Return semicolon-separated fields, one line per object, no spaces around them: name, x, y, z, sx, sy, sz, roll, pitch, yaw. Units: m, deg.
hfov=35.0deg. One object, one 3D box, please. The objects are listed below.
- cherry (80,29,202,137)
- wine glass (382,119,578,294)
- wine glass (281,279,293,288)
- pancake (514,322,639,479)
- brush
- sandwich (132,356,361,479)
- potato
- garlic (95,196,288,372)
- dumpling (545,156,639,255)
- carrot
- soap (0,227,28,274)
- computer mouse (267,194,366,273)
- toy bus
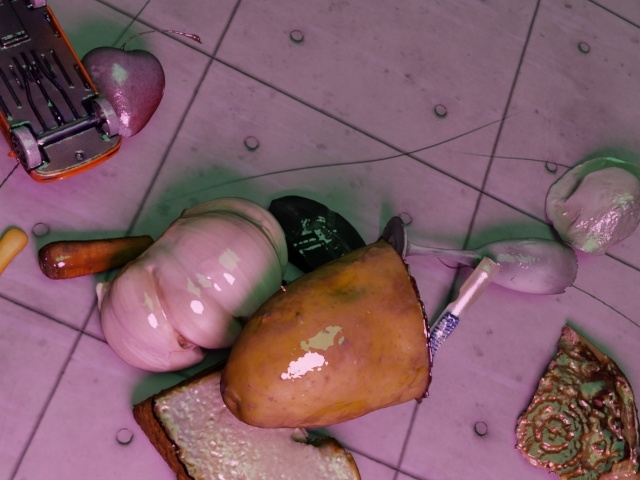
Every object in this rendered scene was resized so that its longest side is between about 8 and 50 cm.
cherry;-0.265;-0.224;1.506;0.188;0.115;0.148;0;51;-26
wine glass;0.278;-0.032;1.556;0.310;0.264;0.096;7;41;-18
wine glass;0.031;0.110;1.497;0.202;0.093;0.092;12;67;-18
pancake;0.426;0.284;1.599;0.212;0.056;0.257;30;70;1
brush;0.212;0.103;1.551;0.033;0.030;0.178;37;97;7
sandwich;-0.089;0.291;1.382;0.249;0.095;0.273;-22;79;-28
potato;-0.007;0.142;1.311;0.266;0.229;0.229;-16;76;-24
garlic;-0.152;0.066;1.397;0.281;0.185;0.203;-45;106;-29
dumpling;0.482;-0.071;1.726;0.153;0.108;0.219;39;60;-3
carrot;-0.314;0.021;1.428;0.162;0.055;0.055;-7;73;-29
soap;-0.439;0.020;1.401;0.034;0.012;0.089;37;62;-3
computer mouse;0.000;0.000;1.545;0.192;0.062;0.106;42;62;0
toy bus;-0.412;-0.224;1.427;0.143;0.153;0.329;-27;80;-25
